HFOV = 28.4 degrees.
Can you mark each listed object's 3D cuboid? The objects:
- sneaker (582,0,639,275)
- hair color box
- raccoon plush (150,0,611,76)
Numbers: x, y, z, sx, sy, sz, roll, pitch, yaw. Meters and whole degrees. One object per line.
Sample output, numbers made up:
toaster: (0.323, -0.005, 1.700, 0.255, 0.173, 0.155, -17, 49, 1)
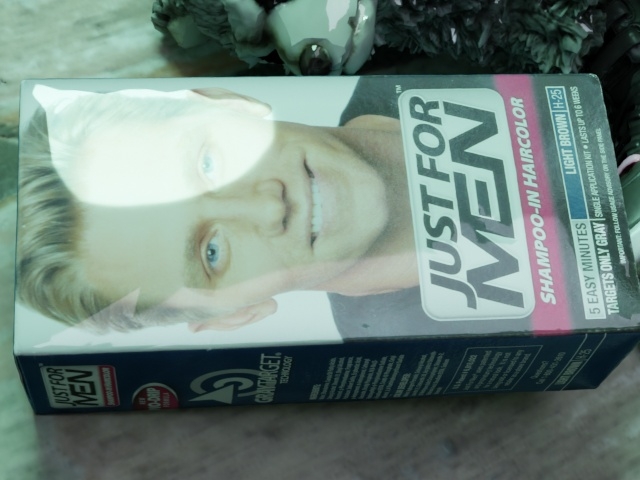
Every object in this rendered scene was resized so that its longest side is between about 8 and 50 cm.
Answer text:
sneaker: (0.222, -0.086, 0.895, 0.147, 0.104, 0.296, 40, 55, 6)
hair color box: (0.000, 0.000, 0.749, 0.347, 0.105, 0.174, -2, 65, -7)
raccoon plush: (0.047, -0.254, 0.918, 0.299, 0.216, 0.446, 6, 33, 1)
